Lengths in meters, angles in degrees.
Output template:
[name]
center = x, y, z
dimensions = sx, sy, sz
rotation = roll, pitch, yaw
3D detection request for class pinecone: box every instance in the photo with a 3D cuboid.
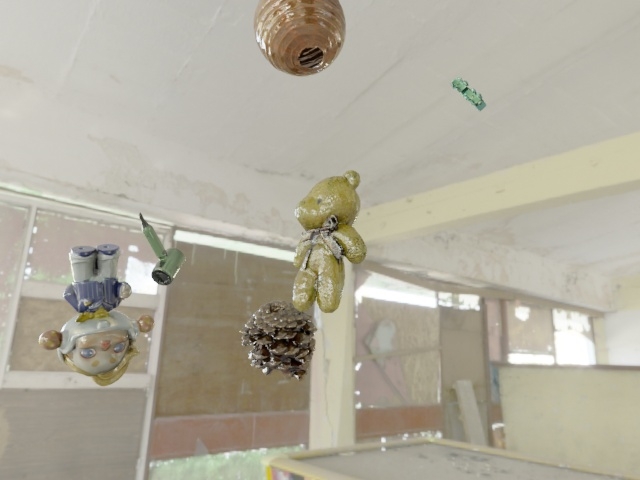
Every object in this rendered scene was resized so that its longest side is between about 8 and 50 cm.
[pinecone]
center = -0.102, 0.255, 1.188
dimensions = 0.184, 0.204, 0.179
rotation = 10, 26, 7

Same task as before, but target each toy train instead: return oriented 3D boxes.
[toy train]
center = 0.312, -0.310, 1.006
dimensions = 0.029, 0.092, 0.045
rotation = -46, -34, 17

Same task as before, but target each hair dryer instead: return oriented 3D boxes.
[hair dryer]
center = -0.313, 0.010, 0.916
dimensions = 0.047, 0.071, 0.150
rotation = -7, -56, 13

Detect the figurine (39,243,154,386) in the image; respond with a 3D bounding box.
[figurine]
center = -0.443, 0.142, 0.920
dimensions = 0.194, 0.274, 0.133
rotation = -30, 30, -29

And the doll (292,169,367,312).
[doll]
center = 0.000, 0.000, 0.697
dimensions = 0.097, 0.209, 0.137
rotation = 23, -24, -36

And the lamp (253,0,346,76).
[lamp]
center = -0.029, -0.308, 0.693
dimensions = 0.136, 0.136, 0.136
rotation = 2, -14, 1
